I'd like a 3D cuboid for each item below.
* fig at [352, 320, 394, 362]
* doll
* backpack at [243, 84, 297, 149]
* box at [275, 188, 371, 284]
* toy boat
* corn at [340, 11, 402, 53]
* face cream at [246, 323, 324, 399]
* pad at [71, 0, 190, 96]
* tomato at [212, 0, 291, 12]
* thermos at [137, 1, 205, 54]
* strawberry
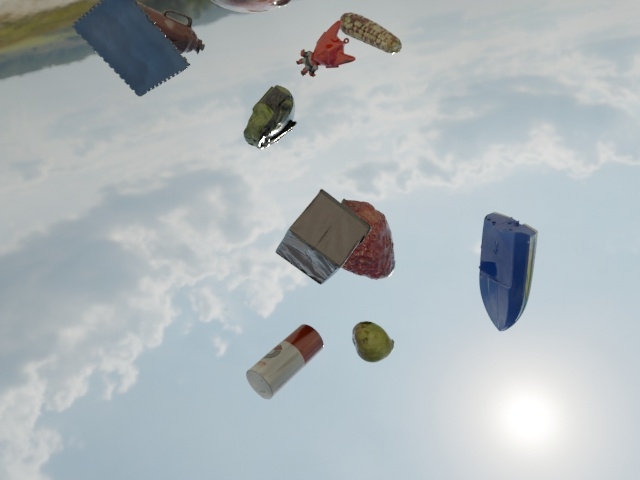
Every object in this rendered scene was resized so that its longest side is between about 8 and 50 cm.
[{"bbox_3d":[0.168,0.343,2.129,0.121,0.136,0.153,-39,-109,-18],"label":"fig"},{"bbox_3d":[0.007,-0.480,1.623,0.169,0.109,0.057,-19,-177,34],"label":"doll"},{"bbox_3d":[-0.195,-0.473,2.490,0.140,0.207,0.253,34,-102,14],"label":"backpack"},{"bbox_3d":[0.000,0.000,1.777,0.153,0.188,0.252,-54,-176,-20],"label":"box"},{"bbox_3d":[0.416,0.084,1.417,0.088,0.295,0.129,-21,-148,-27],"label":"toy boat"},{"bbox_3d":[0.155,-0.650,1.978,0.079,0.079,0.237,-28,-127,-33],"label":"corn"},{"bbox_3d":[-0.093,0.323,1.699,0.096,0.095,0.214,9,-144,43],"label":"face cream"},{"bbox_3d":[-0.518,-0.532,1.713,0.269,0.269,0.012,-11,-139,41],"label":"pad"},{"bbox_3d":[-0.134,-0.622,1.262,0.283,0.316,0.316,15,-159,-8],"label":"tomato"},{"bbox_3d":[-0.454,-0.627,1.884,0.232,0.124,0.099,15,-164,-30],"label":"thermos"},{"bbox_3d":[0.168,-0.006,2.531,0.310,0.291,0.292,23,-146,15],"label":"strawberry"}]
